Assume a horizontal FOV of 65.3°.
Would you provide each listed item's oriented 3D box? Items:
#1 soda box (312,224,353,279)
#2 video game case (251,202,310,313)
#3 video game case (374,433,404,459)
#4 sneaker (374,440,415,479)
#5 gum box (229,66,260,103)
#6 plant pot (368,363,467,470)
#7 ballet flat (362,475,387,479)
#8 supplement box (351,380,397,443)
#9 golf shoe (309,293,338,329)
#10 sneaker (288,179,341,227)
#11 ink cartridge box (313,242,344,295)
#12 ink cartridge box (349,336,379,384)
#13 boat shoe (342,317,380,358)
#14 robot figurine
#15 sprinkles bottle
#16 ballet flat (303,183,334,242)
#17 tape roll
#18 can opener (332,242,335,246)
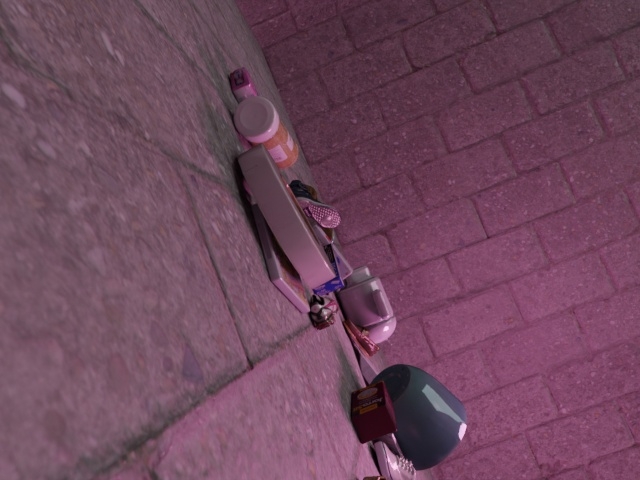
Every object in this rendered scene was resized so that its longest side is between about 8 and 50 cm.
[{"bbox_3d":[0.024,0.047,1.785,0.216,0.074,0.069,52,8,2],"label":"soda box"},{"bbox_3d":[-0.092,0.047,1.195,0.227,0.026,0.206,59,10,-59],"label":"video game case"},{"bbox_3d":[0.209,0.638,1.547,0.011,0.087,0.122,-37,110,-40],"label":"video game case"},{"bbox_3d":[0.231,0.677,1.485,0.094,0.091,0.258,-104,170,-58],"label":"sneaker"},{"bbox_3d":[-0.235,-0.470,1.660,0.188,0.062,0.107,62,8,-49],"label":"gum box"},{"bbox_3d":[0.287,0.547,1.629,0.235,0.293,0.293,50,10,-16],"label":"plant pot"},{"bbox_3d":[0.120,0.551,1.031,0.206,0.067,0.073,-75,144,-80],"label":"ballet flat"},{"bbox_3d":[0.148,0.478,1.406,0.188,0.104,0.080,-43,110,-84],"label":"supplement box"},{"bbox_3d":[0.007,0.182,1.407,0.186,0.067,0.086,-74,140,-81],"label":"golf shoe"},{"bbox_3d":[-0.033,-0.136,1.808,0.226,0.086,0.163,24,21,-37],"label":"sneaker"},{"bbox_3d":[0.012,0.095,1.649,0.207,0.097,0.046,-104,170,-58],"label":"ink cartridge box"},{"bbox_3d":[0.185,0.514,2.024,0.232,0.066,0.189,47,-4,25],"label":"ink cartridge box"},{"bbox_3d":[0.165,0.381,2.001,0.207,0.073,0.073,54,2,-25],"label":"boat shoe"},{"bbox_3d":[0.198,0.292,2.140,0.353,0.200,0.300,68,-24,5],"label":"robot figurine"},{"bbox_3d":[-0.157,-0.318,1.528,0.355,0.121,0.121,40,29,-80],"label":"sprinkles bottle"},{"bbox_3d":[-0.046,-0.115,1.950,0.124,0.116,0.342,35,26,-41],"label":"ballet flat"},{"bbox_3d":[-0.082,-0.062,1.260,0.392,0.072,0.392,62,2,-3],"label":"tape roll"},{"bbox_3d":[0.000,0.000,2.154,0.280,0.074,0.093,59,44,-48],"label":"can opener"}]
